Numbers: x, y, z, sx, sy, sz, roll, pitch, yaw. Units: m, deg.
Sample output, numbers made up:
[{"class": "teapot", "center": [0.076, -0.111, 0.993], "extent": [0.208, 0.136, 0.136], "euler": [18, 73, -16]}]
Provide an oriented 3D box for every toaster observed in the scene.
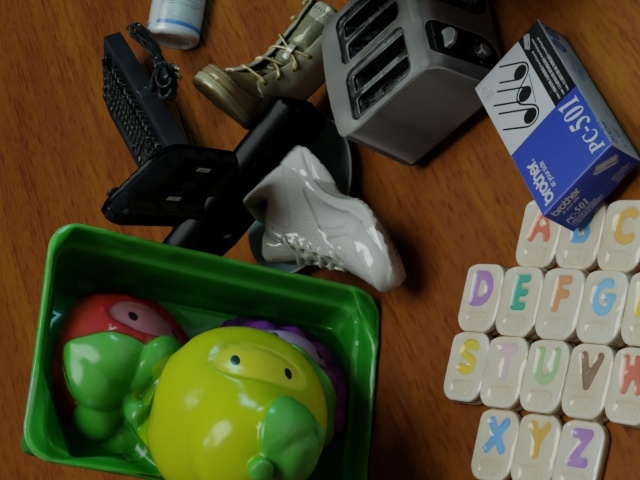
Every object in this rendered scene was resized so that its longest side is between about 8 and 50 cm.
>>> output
[{"class": "toaster", "center": [0.093, -0.187, 2.002], "extent": [0.186, 0.110, 0.168], "euler": [-40, 45, 37]}]

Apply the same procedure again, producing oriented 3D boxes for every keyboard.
[{"class": "keyboard", "center": [-0.225, -0.173, 2.433], "extent": [0.317, 0.033, 0.201], "euler": [-125, 36, -48]}]

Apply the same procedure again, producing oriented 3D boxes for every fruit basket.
[{"class": "fruit basket", "center": [-0.103, 0.142, 1.887], "extent": [0.392, 0.392, 0.283], "euler": [-19, 59, 49]}]

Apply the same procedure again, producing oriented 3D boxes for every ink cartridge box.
[{"class": "ink cartridge box", "center": [0.224, -0.112, 1.830], "extent": [0.097, 0.046, 0.207], "euler": [-48, 38, 22]}]

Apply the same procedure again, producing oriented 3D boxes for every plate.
[{"class": "plate", "center": [-0.018, -0.048, 2.162], "extent": [0.188, 0.024, 0.188], "euler": [-27, 54, 44]}]

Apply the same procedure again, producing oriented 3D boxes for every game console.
[{"class": "game console", "center": [-0.114, -0.067, 2.013], "extent": [0.044, 0.361, 0.213], "euler": [42, 102, 14]}]

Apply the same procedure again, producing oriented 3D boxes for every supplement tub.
[{"class": "supplement tub", "center": [-0.183, -0.306, 2.468], "extent": [0.071, 0.071, 0.107], "euler": [-9, 67, 52]}]

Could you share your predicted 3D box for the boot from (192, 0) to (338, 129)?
[{"class": "boot", "center": [-0.045, -0.198, 2.105], "extent": [0.077, 0.213, 0.165], "euler": [43, 97, 21]}]

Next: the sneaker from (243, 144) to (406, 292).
[{"class": "sneaker", "center": [0.000, 0.000, 2.012], "extent": [0.115, 0.090, 0.232], "euler": [-38, 44, -8]}]

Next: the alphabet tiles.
[{"class": "alphabet tiles", "center": [0.220, 0.094, 1.775], "extent": [0.284, 0.021, 0.278], "euler": [2, 76, 54]}]
